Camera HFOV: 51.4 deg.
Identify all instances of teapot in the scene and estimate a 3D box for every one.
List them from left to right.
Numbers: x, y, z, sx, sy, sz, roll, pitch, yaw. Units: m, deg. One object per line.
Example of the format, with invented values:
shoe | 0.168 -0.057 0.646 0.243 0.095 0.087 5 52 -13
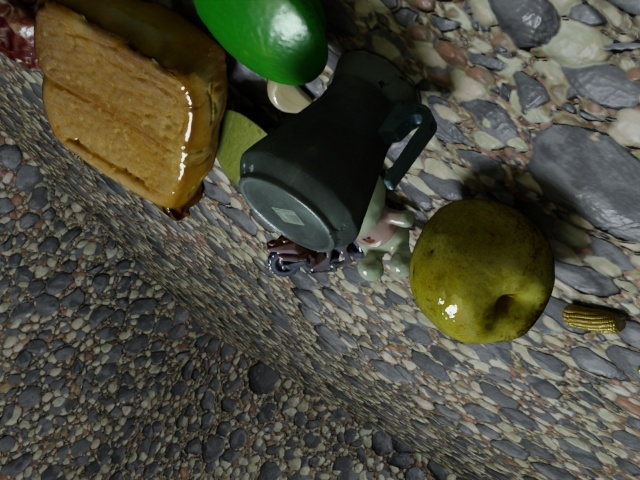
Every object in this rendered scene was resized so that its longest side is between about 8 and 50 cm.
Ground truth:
teapot | 0.029 -0.112 0.827 0.203 0.225 0.171 17 155 42

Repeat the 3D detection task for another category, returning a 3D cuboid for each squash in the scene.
squash | -0.078 -0.148 1.151 0.237 0.204 0.155 39 122 -10

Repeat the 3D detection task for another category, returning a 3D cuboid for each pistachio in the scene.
pistachio | -0.359 -0.133 1.617 0.210 0.131 0.165 72 -179 -59

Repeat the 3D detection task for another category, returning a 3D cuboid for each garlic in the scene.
garlic | -0.050 -0.221 0.991 0.053 0.041 0.083 -34 120 27

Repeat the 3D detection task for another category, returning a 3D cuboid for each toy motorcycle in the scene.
toy motorcycle | 0.000 0.000 1.233 0.084 0.213 0.118 -106 2 -53

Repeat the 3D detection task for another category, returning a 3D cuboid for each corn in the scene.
corn | 0.400 0.116 0.975 0.037 0.037 0.092 48 158 -27

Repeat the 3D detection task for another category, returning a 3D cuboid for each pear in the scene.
pear | 0.213 0.037 0.905 0.197 0.197 0.197 33 160 13

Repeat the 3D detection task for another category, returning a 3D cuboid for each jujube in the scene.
jujube | -0.515 -0.397 1.194 0.183 0.183 0.243 42 172 -13

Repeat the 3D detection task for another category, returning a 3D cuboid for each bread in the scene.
bread | -0.305 -0.242 1.108 0.337 0.148 0.328 30 138 14

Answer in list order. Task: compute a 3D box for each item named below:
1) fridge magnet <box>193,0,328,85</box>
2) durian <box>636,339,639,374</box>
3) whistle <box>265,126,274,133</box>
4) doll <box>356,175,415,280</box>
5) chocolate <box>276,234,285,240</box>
fridge magnet | -0.074 -0.281 0.823 0.208 0.088 0.208 34 160 14
durian | 0.468 0.143 0.711 0.237 0.176 0.200 45 170 -5
whistle | -0.065 -0.167 1.159 0.033 0.029 0.083 -25 129 27
doll | 0.056 -0.055 1.085 0.155 0.113 0.275 -18 120 41
chocolate | -0.012 -0.010 1.349 0.125 0.080 0.148 29 153 -4
